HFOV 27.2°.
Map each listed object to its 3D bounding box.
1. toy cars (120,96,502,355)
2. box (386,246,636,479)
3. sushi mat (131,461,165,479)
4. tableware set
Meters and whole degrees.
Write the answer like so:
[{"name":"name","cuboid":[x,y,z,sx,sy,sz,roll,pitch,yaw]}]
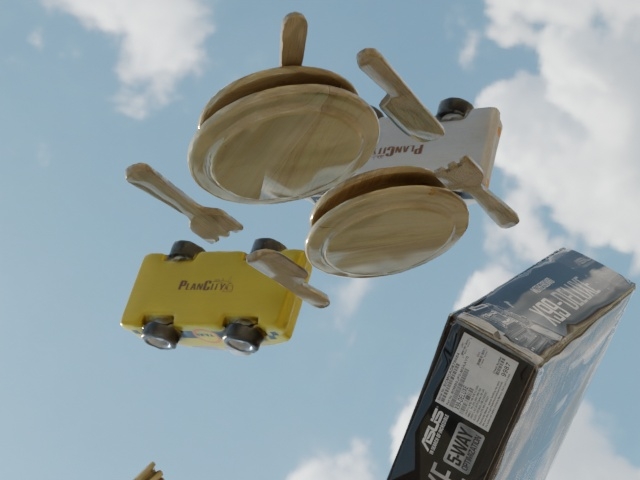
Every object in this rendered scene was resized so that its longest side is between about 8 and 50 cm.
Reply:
[{"name":"toy cars","cuboid":[0.000,0.000,1.204,0.393,0.176,0.087,-36,-43,7]},{"name":"box","cuboid":[0.134,0.175,1.075,0.242,0.076,0.307,-24,-43,-58]},{"name":"sushi mat","cuboid":[-0.191,0.264,0.726,0.316,0.019,0.151,-41,-30,-30]},{"name":"tableware set","cuboid":[0.006,-0.033,0.638,0.194,0.128,0.039,38,-147,-55]}]
